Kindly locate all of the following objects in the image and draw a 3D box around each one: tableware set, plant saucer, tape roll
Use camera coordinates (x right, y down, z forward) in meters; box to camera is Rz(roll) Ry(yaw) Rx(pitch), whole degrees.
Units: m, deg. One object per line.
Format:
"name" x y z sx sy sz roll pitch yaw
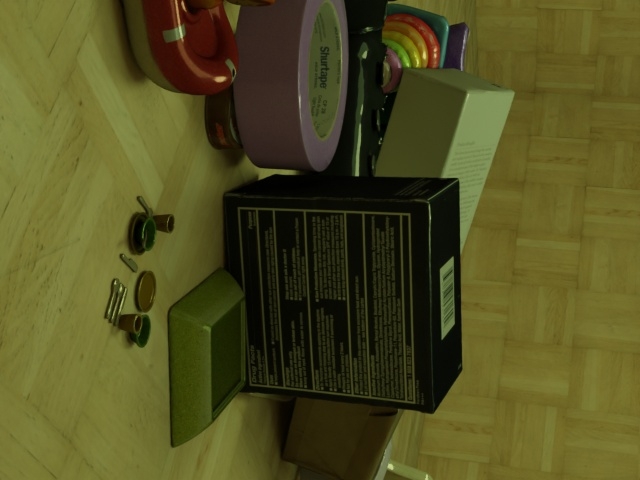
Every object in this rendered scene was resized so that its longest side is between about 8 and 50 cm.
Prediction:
"tableware set" -0.192 0.036 1.092 0.104 0.024 0.154 66 31 -63
"plant saucer" -0.140 0.150 1.292 0.188 0.045 0.188 -46 139 -69
"tape roll" -0.034 -0.233 1.346 0.275 0.090 0.275 4 90 -76

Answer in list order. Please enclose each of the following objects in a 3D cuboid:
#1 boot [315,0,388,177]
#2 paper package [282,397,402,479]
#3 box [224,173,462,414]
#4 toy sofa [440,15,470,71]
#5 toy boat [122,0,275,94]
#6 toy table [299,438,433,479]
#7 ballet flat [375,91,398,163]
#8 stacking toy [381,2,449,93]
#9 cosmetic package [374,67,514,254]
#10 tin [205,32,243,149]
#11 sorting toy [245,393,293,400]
"boot" 0.033 -0.263 1.675 0.367 0.146 0.445 -13 112 -73
"paper package" 0.089 0.229 1.735 0.309 0.168 0.325 103 14 -46
"box" 0.038 0.063 1.392 0.183 0.294 0.296 -32 123 -65
"toy sofa" 0.271 -0.369 2.458 0.150 0.177 0.362 -51 145 -66
"toy boat" -0.116 -0.264 1.024 0.151 0.151 0.231 -64 155 -53
"toy table" 0.072 0.441 1.901 0.161 0.252 0.274 58 46 -40
"ballet flat" 0.131 -0.232 2.155 0.086 0.086 0.248 75 33 -54
"stacking toy" 0.134 -0.359 2.028 0.302 0.165 0.175 -46 149 -50
"cosmetic package" 0.230 -0.126 2.089 0.230 0.161 0.453 -13 124 -55
"tin" -0.107 -0.202 1.319 0.106 0.040 0.190 75 25 -44
"sorting toy" -0.077 0.156 1.574 0.208 0.038 0.193 33 63 -69
